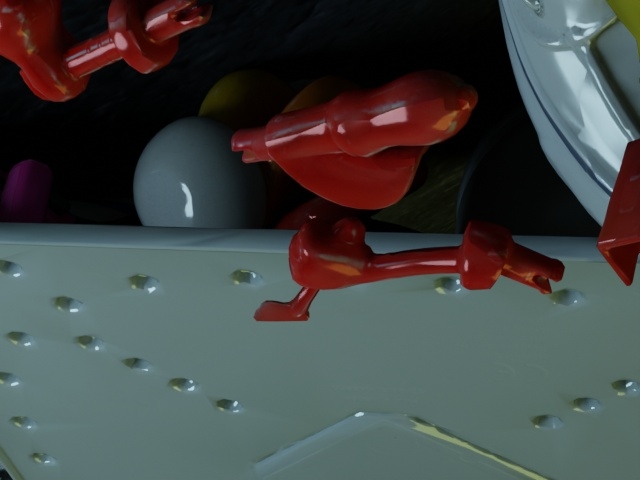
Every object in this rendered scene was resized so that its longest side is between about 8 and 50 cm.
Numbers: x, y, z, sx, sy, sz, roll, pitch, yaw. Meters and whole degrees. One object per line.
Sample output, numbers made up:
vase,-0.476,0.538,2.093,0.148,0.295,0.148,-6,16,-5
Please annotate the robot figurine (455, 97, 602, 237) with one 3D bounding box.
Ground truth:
robot figurine,0.180,0.025,1.021,0.300,0.199,0.353,-25,-154,21

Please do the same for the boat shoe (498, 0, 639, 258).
boat shoe,0.096,-0.104,0.570,0.095,0.258,0.084,-26,161,-2

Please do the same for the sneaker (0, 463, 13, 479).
sneaker,-0.239,0.122,1.133,0.314,0.116,0.136,-22,174,21

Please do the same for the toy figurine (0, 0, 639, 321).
toy figurine,-0.016,-0.172,0.461,0.191,0.217,0.362,-19,125,41

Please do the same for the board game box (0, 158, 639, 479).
board game box,0.041,0.091,0.767,0.390,0.050,0.390,2,148,13

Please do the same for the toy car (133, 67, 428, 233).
toy car,0.000,0.000,0.871,0.136,0.182,0.159,2,-162,35

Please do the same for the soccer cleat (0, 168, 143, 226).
soccer cleat,-0.162,0.031,0.899,0.143,0.116,0.331,-26,162,29
